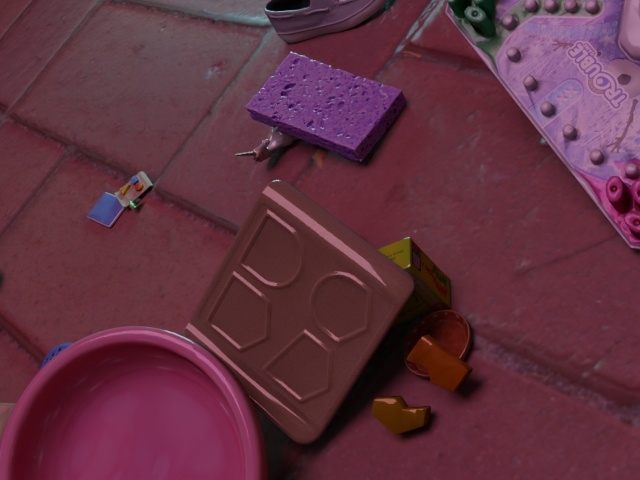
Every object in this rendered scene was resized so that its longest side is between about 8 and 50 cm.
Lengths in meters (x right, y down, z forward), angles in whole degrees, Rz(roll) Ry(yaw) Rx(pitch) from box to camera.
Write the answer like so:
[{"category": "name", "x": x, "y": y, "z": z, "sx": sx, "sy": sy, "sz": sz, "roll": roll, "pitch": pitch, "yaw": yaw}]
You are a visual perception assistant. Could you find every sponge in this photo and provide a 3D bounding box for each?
[{"category": "sponge", "x": 0.006, "y": -0.191, "z": 1.474, "sx": 0.210, "sy": 0.031, "sz": 0.117, "roll": 25, "pitch": 67, "yaw": 35}]

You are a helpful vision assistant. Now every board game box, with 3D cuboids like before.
[{"category": "board game box", "x": 0.377, "y": -0.249, "z": 1.099, "sx": 0.390, "sy": 0.050, "sz": 0.390, "roll": -37, "pitch": 63, "yaw": 11}, {"category": "board game box", "x": 0.049, "y": 0.065, "z": 1.209, "sx": 0.181, "sy": 0.092, "sz": 0.043, "roll": -22, "pitch": 45, "yaw": 28}]

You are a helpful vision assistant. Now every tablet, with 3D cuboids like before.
[{"category": "tablet", "x": -0.356, "y": -0.051, "z": 1.753, "sx": 0.083, "sy": 0.006, "sz": 0.054, "roll": 20, "pitch": 71, "yaw": 49}]

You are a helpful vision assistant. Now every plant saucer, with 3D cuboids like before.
[{"category": "plant saucer", "x": -0.206, "y": 0.265, "z": 1.187, "sx": 0.332, "sy": 0.084, "sz": 0.332, "roll": -4, "pitch": 78, "yaw": 19}, {"category": "plant saucer", "x": 0.130, "y": 0.115, "z": 1.154, "sx": 0.084, "sy": 0.013, "sz": 0.083, "roll": -24, "pitch": 44, "yaw": 25}]

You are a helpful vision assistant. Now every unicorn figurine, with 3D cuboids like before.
[{"category": "unicorn figurine", "x": -0.053, "y": -0.174, "z": 1.551, "sx": 0.111, "sy": 0.060, "sz": 0.162, "roll": -33, "pitch": 25, "yaw": 25}]

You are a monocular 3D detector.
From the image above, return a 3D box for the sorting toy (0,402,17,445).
[{"category": "sorting toy", "x": -0.545, "y": 0.328, "z": 1.542, "sx": 0.208, "sy": 0.038, "sz": 0.193, "roll": -4, "pitch": 53, "yaw": 23}]

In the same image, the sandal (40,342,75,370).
[{"category": "sandal", "x": -0.340, "y": 0.244, "z": 1.374, "sx": 0.126, "sy": 0.138, "sz": 0.317, "roll": -38, "pitch": 37, "yaw": 13}]

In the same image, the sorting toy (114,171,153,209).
[{"category": "sorting toy", "x": -0.305, "y": -0.080, "z": 1.720, "sx": 0.062, "sy": 0.012, "sz": 0.083, "roll": -39, "pitch": 38, "yaw": -3}]

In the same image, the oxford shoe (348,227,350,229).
[{"category": "oxford shoe", "x": 0.000, "y": 0.000, "z": 1.348, "sx": 0.076, "sy": 0.076, "sz": 0.212, "roll": -21, "pitch": 32, "yaw": -17}]

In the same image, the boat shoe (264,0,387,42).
[{"category": "boat shoe", "x": 0.006, "y": -0.377, "z": 1.648, "sx": 0.228, "sy": 0.081, "sz": 0.079, "roll": -11, "pitch": 50, "yaw": 36}]

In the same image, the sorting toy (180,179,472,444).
[{"category": "sorting toy", "x": 0.007, "y": 0.107, "z": 1.161, "sx": 0.307, "sy": 0.041, "sz": 0.229, "roll": 38, "pitch": 106, "yaw": 20}]
